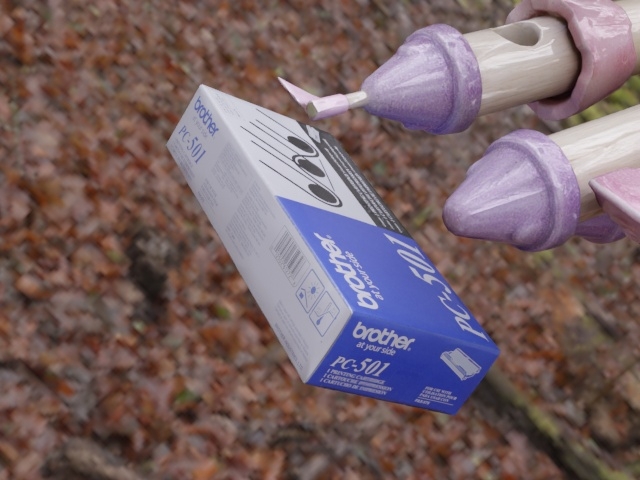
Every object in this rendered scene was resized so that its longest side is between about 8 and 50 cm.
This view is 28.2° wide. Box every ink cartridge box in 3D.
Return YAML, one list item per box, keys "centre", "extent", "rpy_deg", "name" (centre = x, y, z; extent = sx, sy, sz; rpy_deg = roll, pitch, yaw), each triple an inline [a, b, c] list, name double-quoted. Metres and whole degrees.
- centre: [0.000, 0.000, 0.658]
  extent: [0.097, 0.046, 0.207]
  rpy_deg: [17, 26, -37]
  name: "ink cartridge box"

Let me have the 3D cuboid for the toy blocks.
- centre: [0.164, -0.020, 0.588]
  extent: [0.260, 0.309, 0.288]
  rpy_deg: [-20, 44, -31]
  name: "toy blocks"
